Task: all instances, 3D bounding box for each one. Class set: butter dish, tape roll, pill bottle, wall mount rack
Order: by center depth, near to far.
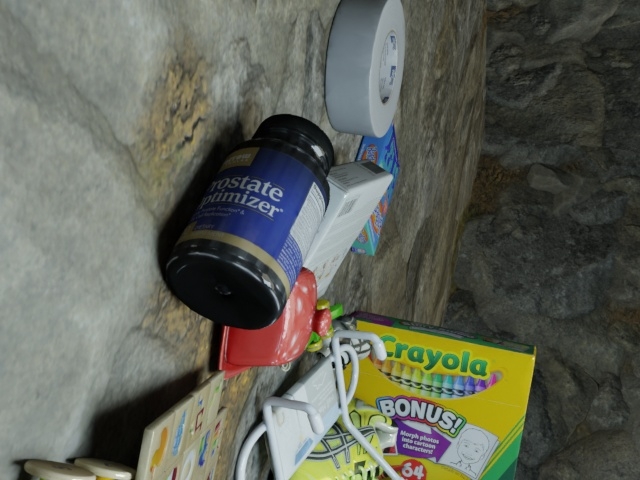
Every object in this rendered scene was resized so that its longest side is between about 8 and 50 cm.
[{"bbox_3d":[-0.061,-0.027,0.760,0.123,0.123,0.219,80,24,-48],"label":"pill bottle"},{"bbox_3d":[-0.044,0.089,0.888,0.160,0.118,0.160,-7,106,-72],"label":"butter dish"},{"bbox_3d":[0.028,0.317,1.109,0.350,0.130,0.304,-37,123,-52],"label":"wall mount rack"},{"bbox_3d":[0.074,-0.275,1.159,0.219,0.072,0.219,9,90,-73],"label":"tape roll"}]

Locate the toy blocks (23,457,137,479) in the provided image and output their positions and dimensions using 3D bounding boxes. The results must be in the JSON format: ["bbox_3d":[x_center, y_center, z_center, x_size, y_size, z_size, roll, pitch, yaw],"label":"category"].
[{"bbox_3d":[-0.202,0.248,0.565,0.123,0.054,0.148,47,54,-70],"label":"toy blocks"}]

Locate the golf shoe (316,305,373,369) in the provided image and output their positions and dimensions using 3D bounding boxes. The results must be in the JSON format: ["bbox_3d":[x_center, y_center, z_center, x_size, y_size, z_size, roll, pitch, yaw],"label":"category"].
[{"bbox_3d":[0.033,0.189,1.302,0.094,0.077,0.198,-64,152,-16],"label":"golf shoe"}]

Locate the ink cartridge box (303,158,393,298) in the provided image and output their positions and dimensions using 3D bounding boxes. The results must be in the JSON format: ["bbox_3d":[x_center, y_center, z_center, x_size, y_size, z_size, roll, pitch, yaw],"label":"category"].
[{"bbox_3d":[0.000,0.000,1.097,0.239,0.060,0.275,-59,170,17],"label":"ink cartridge box"}]

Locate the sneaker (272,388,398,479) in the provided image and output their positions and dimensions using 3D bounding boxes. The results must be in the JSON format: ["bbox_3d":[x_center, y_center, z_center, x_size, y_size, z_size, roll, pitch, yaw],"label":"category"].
[{"bbox_3d":[0.026,0.374,1.230,0.384,0.147,0.145,-46,144,-60],"label":"sneaker"}]

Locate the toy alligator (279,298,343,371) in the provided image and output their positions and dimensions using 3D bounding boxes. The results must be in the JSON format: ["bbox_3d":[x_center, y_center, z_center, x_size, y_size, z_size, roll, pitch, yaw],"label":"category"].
[{"bbox_3d":[-0.028,0.137,1.093,0.190,0.051,0.056,-37,123,-53],"label":"toy alligator"}]

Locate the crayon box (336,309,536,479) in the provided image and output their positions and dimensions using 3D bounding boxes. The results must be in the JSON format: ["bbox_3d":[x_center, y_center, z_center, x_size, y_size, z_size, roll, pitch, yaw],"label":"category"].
[{"bbox_3d":[0.211,0.327,1.434,0.106,0.363,0.313,-18,116,-71],"label":"crayon box"}]

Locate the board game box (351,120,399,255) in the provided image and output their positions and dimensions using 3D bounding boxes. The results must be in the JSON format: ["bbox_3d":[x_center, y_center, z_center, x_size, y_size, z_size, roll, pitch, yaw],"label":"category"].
[{"bbox_3d":[0.097,-0.102,1.372,0.160,0.047,0.210,71,33,-58],"label":"board game box"}]

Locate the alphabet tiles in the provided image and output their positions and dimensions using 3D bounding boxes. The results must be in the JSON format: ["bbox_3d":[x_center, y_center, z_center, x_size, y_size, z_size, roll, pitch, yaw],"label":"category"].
[{"bbox_3d":[-0.153,0.287,0.715,0.342,0.011,0.285,-17,119,-82],"label":"alphabet tiles"}]
